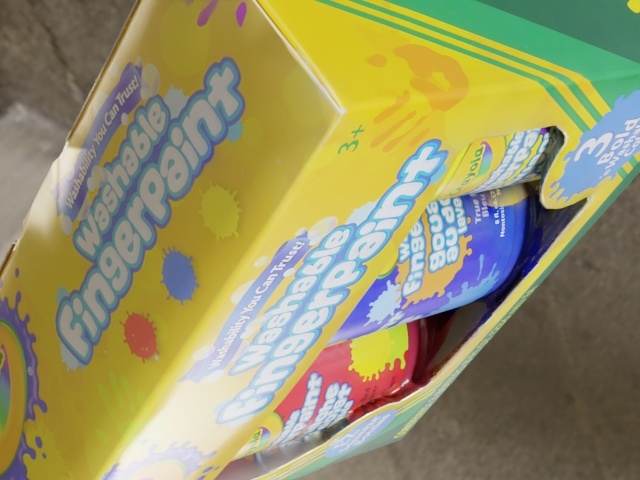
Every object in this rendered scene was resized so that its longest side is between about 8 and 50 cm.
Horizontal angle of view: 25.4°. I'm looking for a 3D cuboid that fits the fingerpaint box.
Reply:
[{"bbox_3d":[0.000,0.000,0.936,0.163,0.371,0.445,54,131,23],"label":"fingerpaint box"}]
